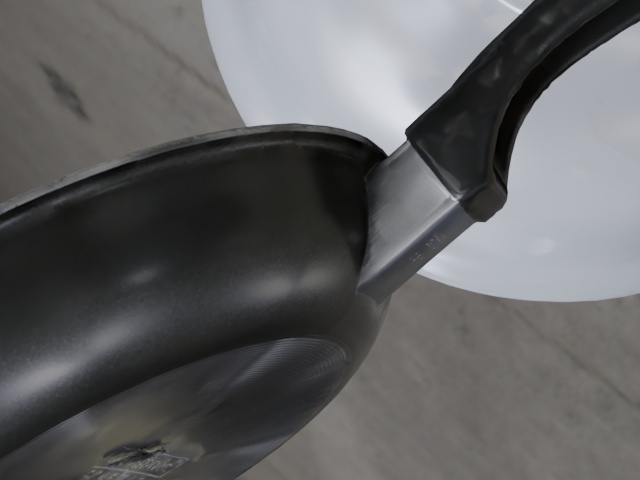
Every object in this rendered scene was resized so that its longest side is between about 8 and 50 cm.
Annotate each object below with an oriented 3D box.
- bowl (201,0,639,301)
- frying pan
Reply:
[{"bbox_3d":[0.098,-0.132,0.592,0.298,0.298,0.134,44,172,7],"label":"bowl"},{"bbox_3d":[-0.003,0.013,0.420,0.053,0.326,0.197,61,167,19],"label":"frying pan"}]
